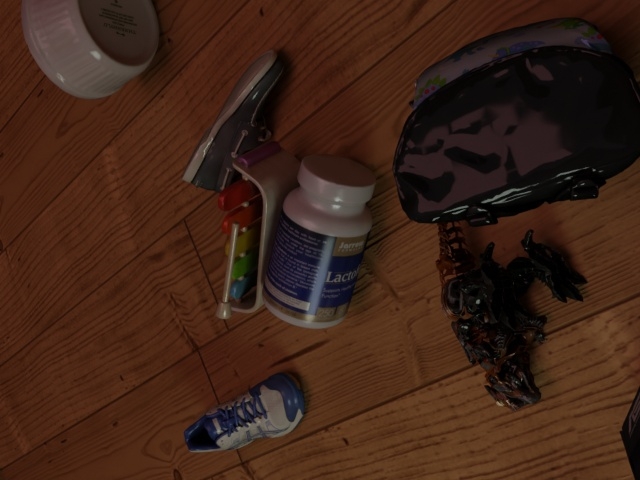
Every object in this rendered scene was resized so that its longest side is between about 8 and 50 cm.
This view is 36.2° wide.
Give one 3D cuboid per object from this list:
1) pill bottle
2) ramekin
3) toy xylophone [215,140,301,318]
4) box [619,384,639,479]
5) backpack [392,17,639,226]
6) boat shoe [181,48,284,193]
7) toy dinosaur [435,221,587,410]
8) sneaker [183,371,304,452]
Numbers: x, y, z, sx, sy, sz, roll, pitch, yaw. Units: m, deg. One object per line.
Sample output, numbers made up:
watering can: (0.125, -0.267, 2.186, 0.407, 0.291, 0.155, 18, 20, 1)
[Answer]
pill bottle: (0.000, 0.000, 1.623, 0.153, 0.153, 0.265, 34, 123, 35)
ramekin: (-0.430, -0.419, 1.891, 0.127, 0.273, 0.273, -14, 90, 34)
toy xylophone: (-0.113, -0.003, 1.689, 0.081, 0.236, 0.323, 24, 118, 26)
box: (0.472, 0.162, 1.092, 0.097, 0.318, 0.395, 14, 116, 0)
backpack: (0.255, -0.154, 1.196, 0.290, 0.355, 0.273, -18, 82, 24)
boat shoe: (-0.140, -0.209, 1.780, 0.099, 0.116, 0.319, 30, 123, -14)
toy dinosaur: (0.237, 0.088, 1.418, 0.322, 0.164, 0.218, 48, 150, -3)
sneaker: (-0.148, 0.347, 1.872, 0.296, 0.131, 0.112, -39, 70, 42)
